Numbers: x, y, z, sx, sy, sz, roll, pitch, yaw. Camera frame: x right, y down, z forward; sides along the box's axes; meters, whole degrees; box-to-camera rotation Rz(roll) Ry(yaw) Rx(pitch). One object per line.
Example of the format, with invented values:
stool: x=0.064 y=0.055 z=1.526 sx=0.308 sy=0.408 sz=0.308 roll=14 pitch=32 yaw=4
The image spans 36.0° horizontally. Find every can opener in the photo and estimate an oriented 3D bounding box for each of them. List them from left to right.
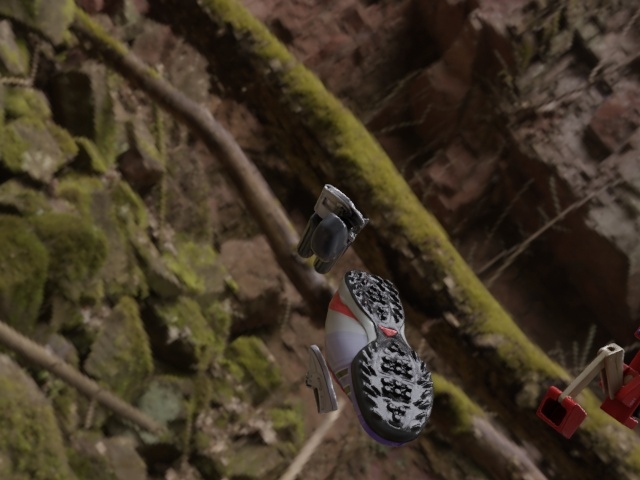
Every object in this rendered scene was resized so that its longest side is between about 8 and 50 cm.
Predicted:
can opener: x=0.000 y=0.000 z=1.435 sx=0.076 sy=0.095 sz=0.283 roll=43 pitch=-19 yaw=5

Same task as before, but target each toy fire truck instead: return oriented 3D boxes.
toy fire truck: x=0.371 y=0.171 z=1.235 sx=0.135 sy=0.192 sz=0.047 roll=33 pitch=3 yaw=-36

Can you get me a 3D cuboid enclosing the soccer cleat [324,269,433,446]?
soccer cleat: x=0.063 y=0.165 z=1.256 sx=0.318 sy=0.108 sz=0.116 roll=-102 pitch=-145 yaw=-57

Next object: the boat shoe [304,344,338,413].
boat shoe: x=-0.005 y=0.200 z=1.402 sx=0.035 sy=0.035 sz=0.100 roll=-169 pitch=-117 yaw=-74
